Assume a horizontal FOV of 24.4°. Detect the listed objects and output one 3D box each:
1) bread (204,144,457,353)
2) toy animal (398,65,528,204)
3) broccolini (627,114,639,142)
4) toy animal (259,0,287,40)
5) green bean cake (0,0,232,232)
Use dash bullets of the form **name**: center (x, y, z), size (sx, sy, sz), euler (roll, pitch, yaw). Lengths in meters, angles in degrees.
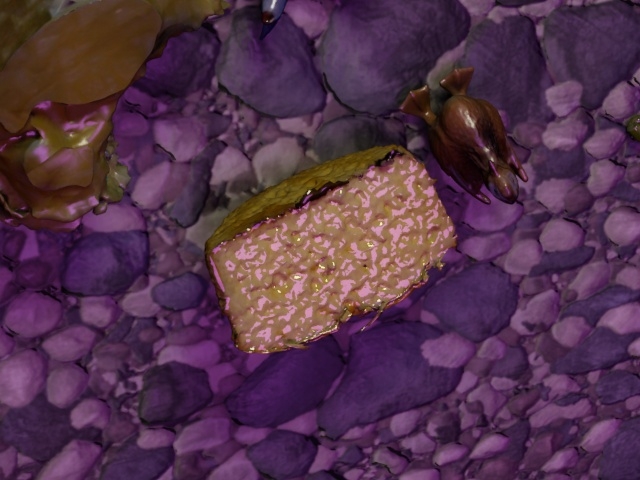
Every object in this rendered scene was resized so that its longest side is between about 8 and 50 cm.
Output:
- **bread**: center (-0.003, 0.004, 1.523), size (0.260, 0.147, 0.160), euler (-31, 113, -8)
- **toy animal**: center (0.165, -0.083, 1.518), size (0.089, 0.179, 0.188), euler (-31, 148, 2)
- **broccolini**: center (0.475, -0.139, 1.659), size (0.271, 0.062, 0.123), euler (1, 106, -16)
- **toy animal**: center (-0.029, -0.313, 1.365), size (0.239, 0.176, 0.255), euler (16, 94, -5)
- **green bean cake**: center (-0.220, -0.175, 1.320), size (0.310, 0.202, 0.285), euler (-35, 124, 2)
